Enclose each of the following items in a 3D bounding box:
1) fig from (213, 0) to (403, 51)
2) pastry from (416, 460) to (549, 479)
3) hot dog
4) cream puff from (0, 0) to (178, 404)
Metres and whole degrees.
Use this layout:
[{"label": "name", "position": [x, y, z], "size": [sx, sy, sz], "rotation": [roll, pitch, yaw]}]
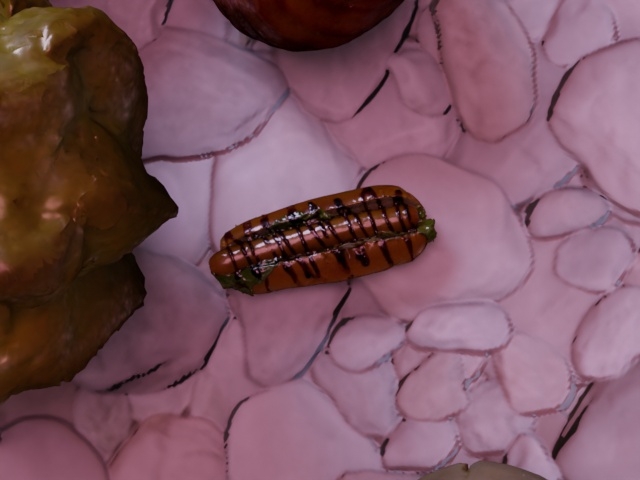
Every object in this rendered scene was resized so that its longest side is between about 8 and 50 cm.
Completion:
[{"label": "fig", "position": [-0.003, -0.165, 0.693], "size": [0.128, 0.150, 0.128], "rotation": [6, 113, 15]}, {"label": "pastry", "position": [0.080, 0.181, 0.611], "size": [0.156, 0.092, 0.156], "rotation": [-1, 70, 4]}, {"label": "hot dog", "position": [0.000, 0.000, 0.688], "size": [0.122, 0.037, 0.049], "rotation": [-15, 73, 2]}, {"label": "cream puff", "position": [-0.184, -0.023, 0.631], "size": [0.244, 0.244, 0.196], "rotation": [43, 51, 14]}]
